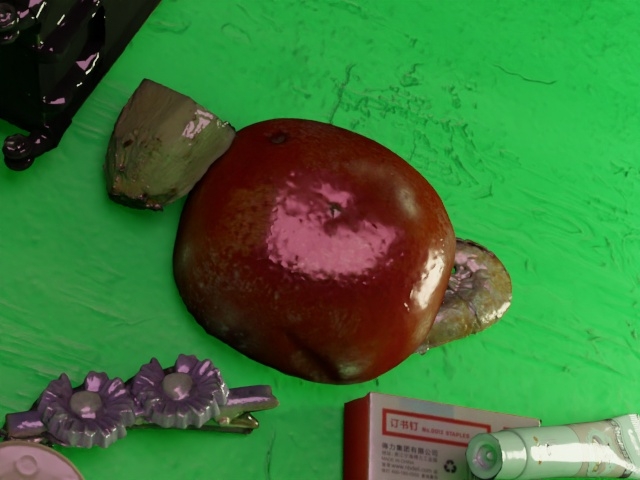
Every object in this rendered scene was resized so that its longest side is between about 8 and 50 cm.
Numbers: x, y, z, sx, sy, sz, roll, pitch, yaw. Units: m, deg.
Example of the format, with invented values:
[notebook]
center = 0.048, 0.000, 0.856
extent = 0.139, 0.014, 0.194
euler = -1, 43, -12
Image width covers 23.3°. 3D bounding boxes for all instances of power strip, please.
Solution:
[power strip]
center = -0.299, 0.275, 1.516
extent = 0.154, 0.078, 0.154
euler = 9, 63, -18

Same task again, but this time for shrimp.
[shrimp]
center = 0.126, 0.066, 1.813
extent = 0.223, 0.047, 0.126
euler = -21, 74, -27

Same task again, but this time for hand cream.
[hand cream]
center = 0.280, 0.239, 1.751
extent = 0.331, 0.058, 0.085
euler = 7, 57, -49

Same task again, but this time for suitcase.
[suitcase]
center = -0.272, -0.316, 1.687
extent = 0.194, 0.283, 0.434
euler = 26, 58, 11

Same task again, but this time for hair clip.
[hair clip]
center = -0.190, 0.176, 1.614
extent = 0.292, 0.084, 0.106
euler = -4, 41, -22

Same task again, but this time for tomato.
[tomato]
center = 0.004, -0.010, 1.717
extent = 0.338, 0.143, 0.338
euler = 6, 60, -10

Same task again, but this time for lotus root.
[lotus root]
center = -0.184, -0.105, 1.712
extent = 0.143, 0.070, 0.144
euler = 17, 69, 35

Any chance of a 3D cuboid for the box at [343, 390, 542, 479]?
[box]
center = 0.138, 0.247, 1.733
extent = 0.229, 0.050, 0.122
euler = 10, 62, -19
